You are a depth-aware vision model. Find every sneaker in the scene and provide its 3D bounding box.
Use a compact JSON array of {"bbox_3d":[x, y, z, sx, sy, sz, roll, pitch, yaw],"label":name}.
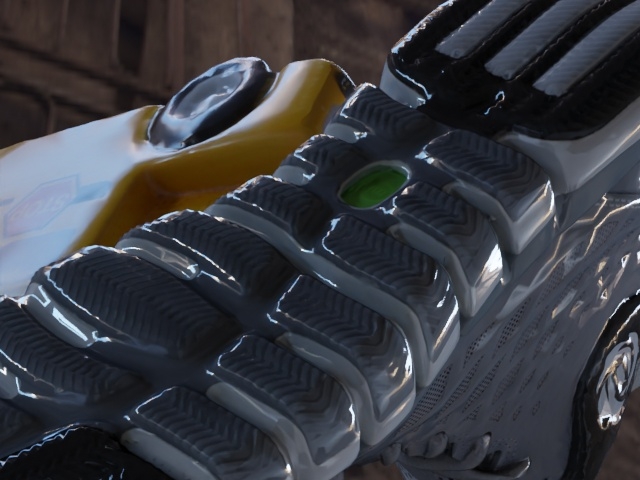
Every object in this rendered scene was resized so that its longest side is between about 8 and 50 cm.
[{"bbox_3d":[0.008,0.046,0.433,0.228,0.086,0.132,-35,-45,-23],"label":"sneaker"}]

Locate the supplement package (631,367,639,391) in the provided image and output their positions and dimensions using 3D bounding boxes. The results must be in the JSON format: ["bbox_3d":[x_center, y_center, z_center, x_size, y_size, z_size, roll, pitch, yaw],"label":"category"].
[{"bbox_3d":[0.132,0.016,0.976,0.179,0.105,0.105,-34,-72,1],"label":"supplement package"}]

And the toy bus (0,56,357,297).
[{"bbox_3d":[-0.121,0.037,0.715,0.332,0.130,0.108,-13,-57,32],"label":"toy bus"}]
